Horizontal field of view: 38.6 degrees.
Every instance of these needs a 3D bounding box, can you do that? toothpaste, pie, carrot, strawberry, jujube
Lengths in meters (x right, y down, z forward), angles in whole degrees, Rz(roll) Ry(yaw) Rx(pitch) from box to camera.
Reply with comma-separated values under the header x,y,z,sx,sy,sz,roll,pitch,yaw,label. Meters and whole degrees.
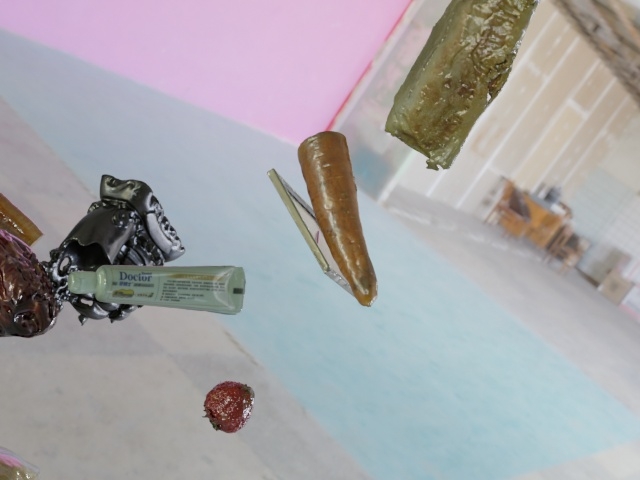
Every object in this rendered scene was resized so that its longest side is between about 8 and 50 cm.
x,y,z,sx,sy,sz,roll,pitch,yaw,label
-0.203,0.060,1.172,0.255,0.067,0.037,5,-2,-40,toothpaste
0.194,-0.235,1.267,0.128,0.283,0.068,30,17,6,pie
-0.685,-0.070,1.924,0.225,0.067,0.067,41,12,-8,carrot
0.026,-0.019,1.010,0.061,0.061,0.210,19,48,-48,carrot
-0.167,0.311,1.720,0.106,0.106,0.106,32,13,-8,strawberry
-0.487,0.071,1.366,0.236,0.168,0.168,24,4,38,jujube

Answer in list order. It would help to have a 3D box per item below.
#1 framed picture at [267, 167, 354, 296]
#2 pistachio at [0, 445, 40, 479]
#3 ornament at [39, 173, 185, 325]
x,y,z,sx,sy,sz,roll,pitch,yaw,label
0.000,0.000,1.663,0.213,0.016,0.289,60,6,20,framed picture
-0.540,0.412,1.463,0.181,0.162,0.293,-8,-1,-15,pistachio
-0.365,0.047,1.559,0.106,0.261,0.251,16,-28,26,ornament
